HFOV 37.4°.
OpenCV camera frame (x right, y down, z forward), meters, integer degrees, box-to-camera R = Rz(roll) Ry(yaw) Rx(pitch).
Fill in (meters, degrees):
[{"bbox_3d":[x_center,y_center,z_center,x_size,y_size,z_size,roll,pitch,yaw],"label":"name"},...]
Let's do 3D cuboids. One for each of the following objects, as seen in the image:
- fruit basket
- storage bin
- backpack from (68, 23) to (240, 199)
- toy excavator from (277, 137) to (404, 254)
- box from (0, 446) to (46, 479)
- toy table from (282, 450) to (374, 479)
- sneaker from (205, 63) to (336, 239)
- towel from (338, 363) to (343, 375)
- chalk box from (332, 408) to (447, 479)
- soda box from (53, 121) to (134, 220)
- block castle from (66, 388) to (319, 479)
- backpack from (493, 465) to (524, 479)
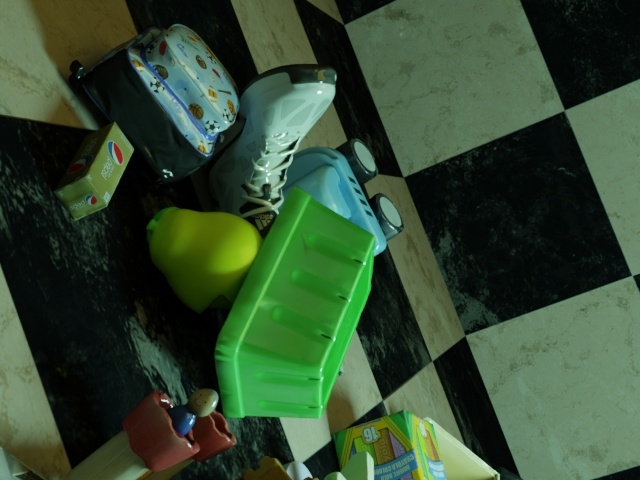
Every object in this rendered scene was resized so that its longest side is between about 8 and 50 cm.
[{"bbox_3d":[-0.121,0.085,1.608,0.283,0.392,0.392,91,-7,-52],"label":"fruit basket"},{"bbox_3d":[0.294,0.591,2.274,0.260,0.123,0.262,40,21,-5],"label":"storage bin"},{"bbox_3d":[-0.269,-0.255,1.646,0.276,0.213,0.263,57,9,-22],"label":"backpack"},{"bbox_3d":[0.000,0.000,2.025,0.445,0.222,0.433,-7,69,-62],"label":"toy excavator"},{"bbox_3d":[-0.323,0.348,0.965,0.183,0.056,0.231,55,21,-37],"label":"box"},{"bbox_3d":[0.018,0.491,1.640,0.252,0.161,0.274,48,27,-46],"label":"toy table"},{"bbox_3d":[-0.080,-0.131,1.750,0.169,0.447,0.257,-2,71,-29],"label":"sneaker"},{"bbox_3d":[-0.047,0.117,2.080,0.324,0.056,0.312,40,32,-55],"label":"towel"},{"bbox_3d":[0.165,0.532,1.992,0.180,0.179,0.289,38,34,-58],"label":"chalk box"},{"bbox_3d":[-0.345,-0.110,1.451,0.058,0.061,0.181,58,20,-27],"label":"soda box"},{"bbox_3d":[-0.075,0.391,1.121,0.453,0.213,0.303,52,-1,12],"label":"block castle"},{"bbox_3d":[0.444,0.799,2.374,0.273,0.290,0.355,27,24,17],"label":"backpack"}]
